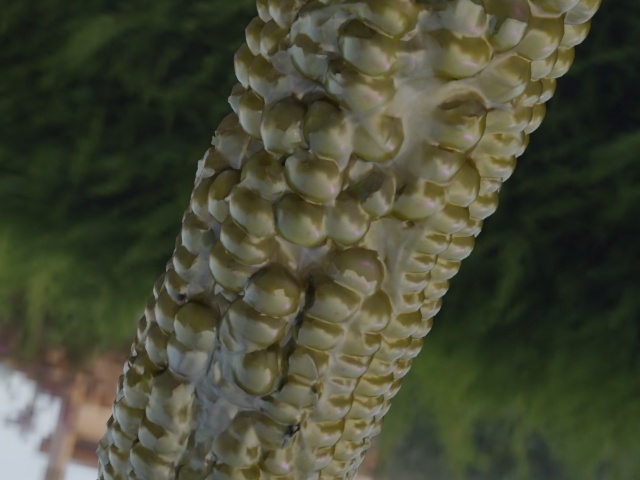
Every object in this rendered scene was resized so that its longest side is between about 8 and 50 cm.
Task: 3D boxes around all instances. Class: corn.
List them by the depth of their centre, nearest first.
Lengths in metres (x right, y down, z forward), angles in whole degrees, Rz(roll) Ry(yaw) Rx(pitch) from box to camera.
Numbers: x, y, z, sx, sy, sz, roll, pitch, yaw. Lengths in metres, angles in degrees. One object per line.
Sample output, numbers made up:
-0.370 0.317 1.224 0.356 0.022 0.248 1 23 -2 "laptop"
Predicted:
0.000 0.000 0.517 0.086 0.288 0.086 21 -159 -8 "corn"
